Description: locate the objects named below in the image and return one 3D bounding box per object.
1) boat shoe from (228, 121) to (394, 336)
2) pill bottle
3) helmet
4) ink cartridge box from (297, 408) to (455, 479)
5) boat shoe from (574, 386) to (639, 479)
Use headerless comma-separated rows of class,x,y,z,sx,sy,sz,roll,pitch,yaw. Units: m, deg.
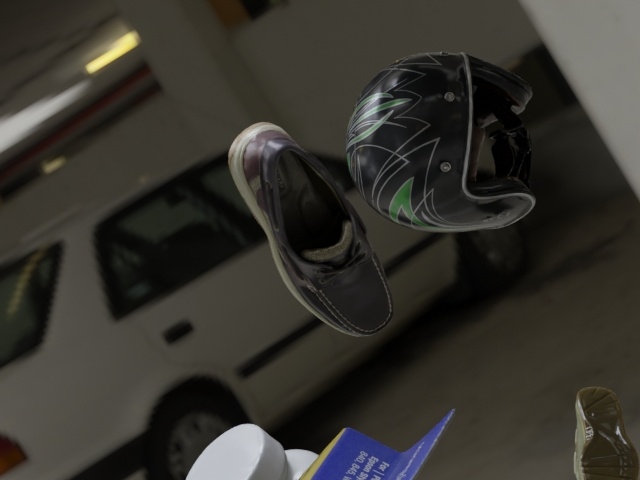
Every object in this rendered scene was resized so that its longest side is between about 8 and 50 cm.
boat shoe,0.000,0.000,1.851,0.103,0.285,0.092,-35,26,-10
pill bottle,-0.013,0.347,1.962,0.169,0.301,0.169,-36,27,22
helmet,0.102,-0.086,1.489,0.162,0.169,0.169,16,-29,-34
ink cartridge box,-0.050,0.277,1.287,0.307,0.072,0.303,-56,-4,38
boat shoe,0.260,0.203,1.583,0.056,0.048,0.153,0,39,-3
